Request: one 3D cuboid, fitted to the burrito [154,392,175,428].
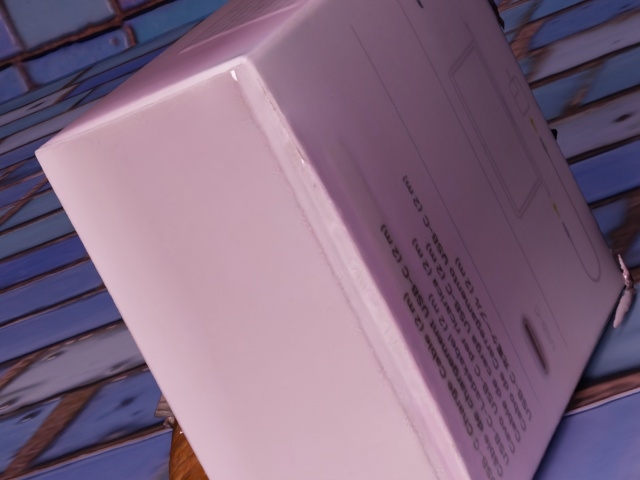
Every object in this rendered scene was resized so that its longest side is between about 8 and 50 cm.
[{"bbox_3d":[-0.030,0.062,0.977,0.149,0.055,0.041,-15,47,31],"label":"burrito"}]

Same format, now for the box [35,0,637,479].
[{"bbox_3d":[0.022,-0.007,0.804,0.106,0.203,0.251,-19,15,26],"label":"box"}]

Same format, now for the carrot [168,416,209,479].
[{"bbox_3d":[-0.038,0.091,0.858,0.060,0.060,0.186,-23,13,10],"label":"carrot"}]
